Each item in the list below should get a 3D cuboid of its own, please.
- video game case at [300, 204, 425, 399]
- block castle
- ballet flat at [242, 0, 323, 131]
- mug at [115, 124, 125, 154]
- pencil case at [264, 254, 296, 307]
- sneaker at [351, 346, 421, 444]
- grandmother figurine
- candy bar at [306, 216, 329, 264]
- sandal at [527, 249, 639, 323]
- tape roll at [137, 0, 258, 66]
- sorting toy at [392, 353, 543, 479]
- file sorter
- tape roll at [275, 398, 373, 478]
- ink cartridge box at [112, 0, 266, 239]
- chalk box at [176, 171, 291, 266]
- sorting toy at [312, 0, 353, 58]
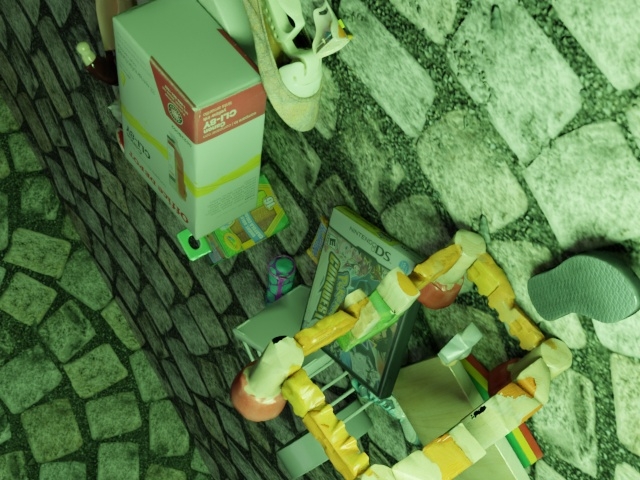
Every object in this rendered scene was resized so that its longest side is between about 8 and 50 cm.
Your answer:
[{"bbox_3d":[0.075,0.109,1.807,0.248,0.035,0.275,36,120,42],"label":"video game case"},{"bbox_3d":[0.125,0.212,1.475,0.303,0.453,0.213,53,147,14],"label":"block castle"},{"bbox_3d":[-0.056,-0.330,1.647,0.106,0.107,0.316,4,121,53],"label":"ballet flat"},{"bbox_3d":[-0.374,-0.265,2.232,0.113,0.169,0.150,21,135,55],"label":"mug"},{"bbox_3d":[-0.089,0.098,2.201,0.152,0.064,0.070,98,177,-53],"label":"pencil case"},{"bbox_3d":[0.123,0.286,1.937,0.110,0.122,0.283,2,119,63],"label":"sneaker"},{"bbox_3d":[-0.418,-0.405,2.090,0.104,0.207,0.343,15,116,56],"label":"grandmother figurine"},{"bbox_3d":[0.000,0.000,1.989,0.040,0.018,0.161,53,155,16],"label":"candy bar"},{"bbox_3d":[0.361,0.058,1.340,0.097,0.054,0.254,69,164,-2],"label":"sandal"},{"bbox_3d":[-0.238,-0.410,1.939,0.392,0.072,0.392,44,150,33],"label":"tape roll"},{"bbox_3d":[0.257,0.311,1.749,0.256,0.089,0.257,59,156,3],"label":"sorting toy"},{"bbox_3d":[-0.014,0.243,2.075,0.277,0.192,0.173,22,139,53],"label":"file sorter"},{"bbox_3d":[0.009,0.442,2.204,0.072,0.219,0.219,57,155,7],"label":"tape roll"},{"bbox_3d":[-0.249,-0.229,1.876,0.279,0.160,0.385,48,153,24],"label":"ink cartridge box"},{"bbox_3d":[-0.197,-0.034,2.092,0.132,0.213,0.132,61,155,-3],"label":"chalk box"},{"bbox_3d":[0.013,-0.342,1.574,0.083,0.044,0.075,-24,87,66],"label":"sorting toy"}]
